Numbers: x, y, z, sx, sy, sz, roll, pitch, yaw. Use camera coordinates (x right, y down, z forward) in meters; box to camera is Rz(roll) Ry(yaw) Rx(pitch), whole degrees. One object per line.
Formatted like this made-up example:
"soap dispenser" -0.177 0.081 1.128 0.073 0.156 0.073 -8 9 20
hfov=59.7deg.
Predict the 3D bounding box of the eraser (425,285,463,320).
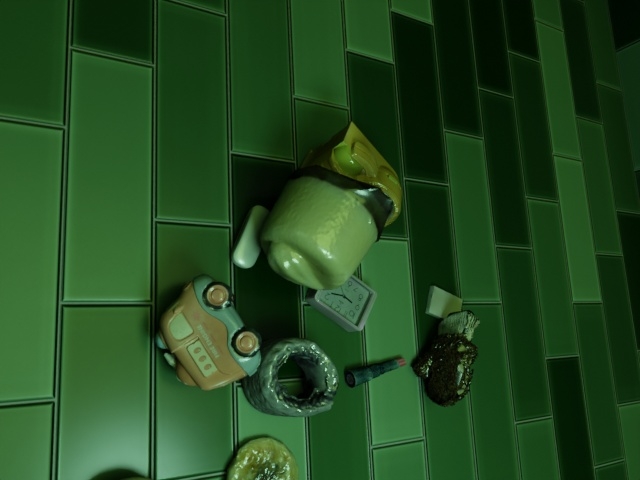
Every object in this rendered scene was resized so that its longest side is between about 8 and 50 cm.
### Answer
"eraser" 0.439 0.233 1.973 0.150 0.023 0.104 25 67 -25

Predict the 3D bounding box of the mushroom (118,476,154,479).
"mushroom" -0.414 0.655 1.236 0.246 0.202 0.246 11 65 -24

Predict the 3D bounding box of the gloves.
"gloves" 0.420 0.387 1.834 0.135 0.210 0.312 38 54 -37

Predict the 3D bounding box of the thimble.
"thimble" -0.081 0.379 1.531 0.245 0.157 0.217 32 65 -23

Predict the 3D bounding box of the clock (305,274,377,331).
"clock" 0.068 0.173 1.727 0.197 0.063 0.150 38 63 -20

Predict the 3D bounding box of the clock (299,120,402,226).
"clock" 0.113 -0.176 1.734 0.317 0.244 0.200 38 47 -24

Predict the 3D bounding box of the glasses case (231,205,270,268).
"glasses case" -0.197 -0.011 1.607 0.074 0.049 0.193 32 63 -27

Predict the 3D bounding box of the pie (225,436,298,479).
"pie" -0.160 0.624 1.491 0.218 0.052 0.185 -24 87 -36

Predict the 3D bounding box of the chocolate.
"chocolate" 0.000 0.000 1.569 0.326 0.314 0.297 19 65 3

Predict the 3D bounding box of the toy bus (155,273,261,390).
"toy bus" -0.284 0.242 1.409 0.232 0.194 0.288 -34 86 -9

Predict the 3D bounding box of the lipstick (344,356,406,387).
"lipstick" 0.183 0.409 1.757 0.234 0.053 0.053 -6 83 -35
